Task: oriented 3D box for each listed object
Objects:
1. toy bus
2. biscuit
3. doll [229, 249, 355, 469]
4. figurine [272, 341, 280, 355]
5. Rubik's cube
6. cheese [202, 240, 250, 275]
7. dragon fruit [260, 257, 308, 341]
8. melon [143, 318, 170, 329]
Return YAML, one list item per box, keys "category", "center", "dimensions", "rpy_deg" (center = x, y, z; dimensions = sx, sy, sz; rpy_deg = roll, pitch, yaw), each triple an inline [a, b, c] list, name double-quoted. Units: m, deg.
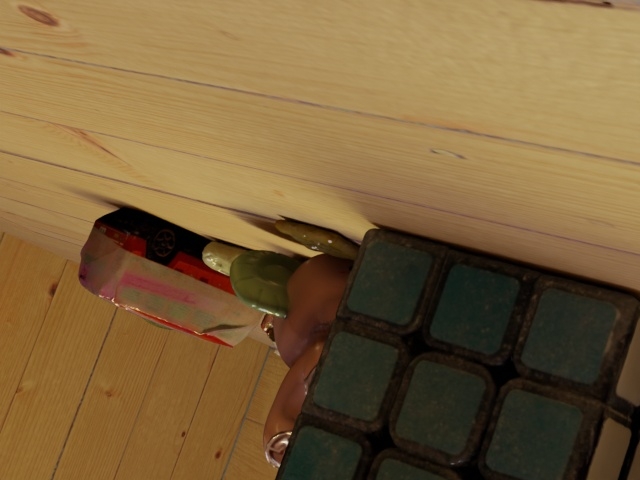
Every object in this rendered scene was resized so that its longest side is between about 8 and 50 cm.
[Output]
- category: "toy bus"
  center: [-0.213, 0.058, 2.112]
  dimensions: [0.303, 0.147, 0.127]
  rpy_deg: [27, 176, -38]
- category: "biscuit"
  center: [0.000, 0.000, 1.570]
  dimensions: [0.083, 0.018, 0.081]
  rpy_deg: [15, 170, 32]
- category: "doll"
  center: [0.016, 0.125, 1.666]
  dimensions: [0.284, 0.216, 0.268]
  rpy_deg: [24, -158, -18]
- category: "figurine"
  center: [-0.037, 0.150, 2.420]
  dimensions: [0.112, 0.137, 0.229]
  rpy_deg: [-11, -178, -11]
- category: "Rubik's cube"
  center: [0.180, 0.191, 1.398]
  dimensions: [0.305, 0.301, 0.304]
  rpy_deg: [14, 171, 32]
- category: "cheese"
  center: [-0.079, 0.044, 2.013]
  dimensions: [0.194, 0.043, 0.065]
  rpy_deg: [18, 174, 21]
- category: "dragon fruit"
  center: [-0.013, 0.075, 1.876]
  dimensions: [0.102, 0.096, 0.147]
  rpy_deg: [27, -146, -19]
- category: "melon"
  center: [-0.247, 0.081, 2.363]
  dimensions: [0.139, 0.139, 0.192]
  rpy_deg: [13, 167, 44]
